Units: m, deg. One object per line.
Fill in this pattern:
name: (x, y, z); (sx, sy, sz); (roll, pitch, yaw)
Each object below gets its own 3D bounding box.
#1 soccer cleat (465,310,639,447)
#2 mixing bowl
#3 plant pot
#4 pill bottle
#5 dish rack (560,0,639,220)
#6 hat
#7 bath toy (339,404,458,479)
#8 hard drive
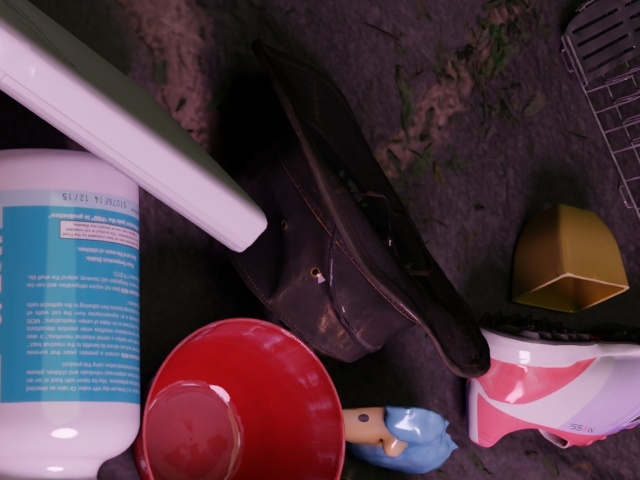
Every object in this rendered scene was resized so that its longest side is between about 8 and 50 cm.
soccer cleat: (0.265, 0.142, 1.520); (0.318, 0.109, 0.116); (8, 100, -35)
mixing bowl: (-0.082, 0.156, 1.277); (0.181, 0.098, 0.181); (7, 78, -33)
plant pot: (0.232, 0.013, 1.523); (0.081, 0.081, 0.083); (11, 64, -32)
pill bottle: (-0.205, 0.073, 1.181); (0.146, 0.146, 0.264); (5, 79, -33)
dish rack: (0.364, -0.140, 1.637); (0.208, 0.074, 0.271); (-29, 98, -34)
hat: (0.000, 0.000, 1.326); (0.134, 0.331, 0.331); (-34, 109, 13)
bath toy: (0.042, 0.313, 1.315); (0.151, 0.129, 0.348); (15, 74, -31)
hard drive: (-0.180, -0.115, 1.143); (0.040, 0.203, 0.307); (-48, 141, 4)
